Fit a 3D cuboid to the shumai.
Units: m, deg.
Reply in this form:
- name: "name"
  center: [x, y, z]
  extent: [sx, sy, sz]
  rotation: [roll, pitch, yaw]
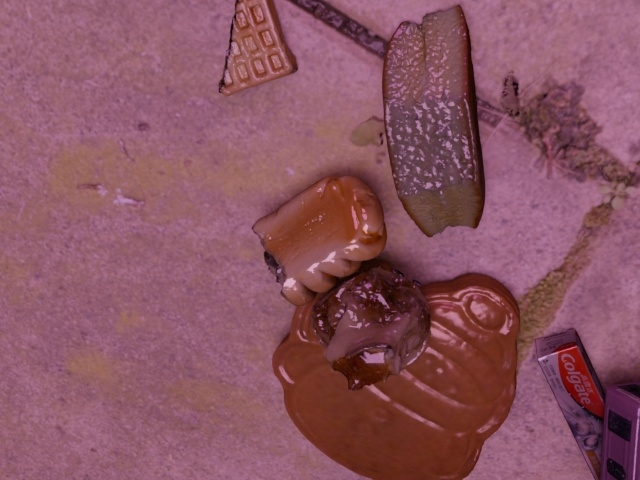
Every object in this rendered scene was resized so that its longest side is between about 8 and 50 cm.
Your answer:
- name: "shumai"
  center: [0.058, 0.108, 0.831]
  extent: [0.145, 0.116, 0.146]
  rotation: [3, 107, 10]

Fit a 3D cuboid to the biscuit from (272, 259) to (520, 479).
- name: "biscuit"
  center: [0.097, 0.176, 0.951]
  extent: [0.311, 0.057, 0.351]
  rotation: [24, 118, -1]

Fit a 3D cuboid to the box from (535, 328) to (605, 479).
- name: "box"
  center: [0.338, 0.215, 0.923]
  extent: [0.055, 0.039, 0.218]
  rotation: [-21, 109, 22]

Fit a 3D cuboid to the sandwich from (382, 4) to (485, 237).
- name: "sandwich"
  center: [0.126, -0.112, 0.789]
  extent: [0.094, 0.096, 0.258]
  rotation: [-5, 112, 21]

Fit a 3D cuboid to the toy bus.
- name: "toy bus"
  center: [0.394, 0.273, 0.869]
  extent: [0.108, 0.096, 0.199]
  rotation: [-1, 98, -14]

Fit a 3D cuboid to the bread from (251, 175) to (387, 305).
- name: "bread"
  center: [0.000, 0.000, 0.861]
  extent: [0.177, 0.084, 0.119]
  rotation: [-32, 64, 23]

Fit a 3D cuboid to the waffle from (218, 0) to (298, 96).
- name: "waffle"
  center: [-0.092, -0.244, 0.810]
  extent: [0.097, 0.023, 0.153]
  rotation: [-11, 113, 17]
